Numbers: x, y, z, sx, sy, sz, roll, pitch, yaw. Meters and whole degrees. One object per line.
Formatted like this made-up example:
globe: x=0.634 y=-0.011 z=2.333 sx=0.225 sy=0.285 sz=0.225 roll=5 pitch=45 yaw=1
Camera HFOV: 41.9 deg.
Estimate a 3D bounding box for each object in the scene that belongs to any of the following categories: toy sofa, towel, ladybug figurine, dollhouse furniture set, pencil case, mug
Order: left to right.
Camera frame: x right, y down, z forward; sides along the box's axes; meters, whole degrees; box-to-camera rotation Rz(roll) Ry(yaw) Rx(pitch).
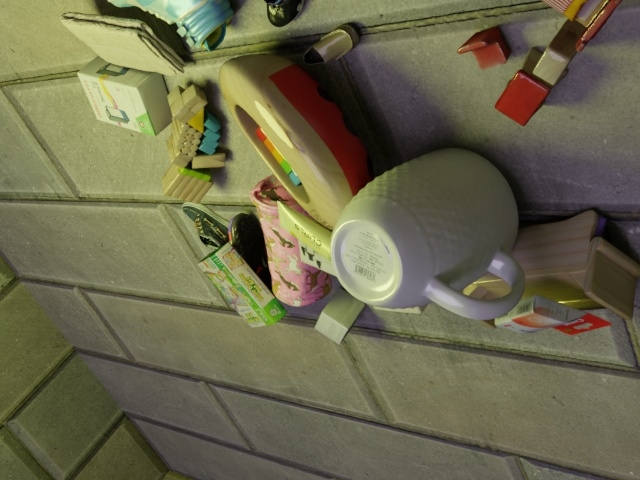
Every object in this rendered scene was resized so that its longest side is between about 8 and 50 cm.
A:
towel: x=-0.459 y=-0.464 z=1.955 sx=0.282 sy=0.049 sz=0.187 roll=17 pitch=166 yaw=31
pencil case: x=-0.069 y=0.001 z=2.098 sx=0.386 sy=0.160 sz=0.167 roll=80 pitch=163 yaw=-45
ladybug figurine: x=-0.033 y=-0.214 z=1.755 sx=0.449 sy=0.162 sz=0.305 roll=53 pitch=169 yaw=-3
mug: x=0.219 y=0.015 z=1.597 sx=0.374 sy=0.328 sz=0.276 roll=37 pitch=129 yaw=25
dollhouse furniture set: x=0.326 y=-0.343 z=1.323 sx=0.201 sy=0.152 sz=0.374 roll=35 pitch=146 yaw=6
toy sofa: x=0.457 y=0.069 z=1.714 sx=0.150 sy=0.177 sz=0.363 roll=29 pitch=154 yaw=-33

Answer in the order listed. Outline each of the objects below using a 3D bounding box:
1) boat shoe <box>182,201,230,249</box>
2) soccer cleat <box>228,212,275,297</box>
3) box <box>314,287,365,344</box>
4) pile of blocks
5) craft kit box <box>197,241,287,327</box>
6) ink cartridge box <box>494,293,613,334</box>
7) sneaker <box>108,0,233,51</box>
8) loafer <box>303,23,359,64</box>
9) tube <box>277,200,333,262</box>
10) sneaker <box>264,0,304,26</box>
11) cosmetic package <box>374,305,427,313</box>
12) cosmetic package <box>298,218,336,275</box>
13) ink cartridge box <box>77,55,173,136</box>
boat shoe: x=-0.332 y=-0.043 z=2.358 sx=0.183 sy=0.083 sz=0.065 roll=28 pitch=145 yaw=16
soccer cleat: x=-0.211 y=0.047 z=2.335 sx=0.116 sy=0.108 sz=0.318 roll=18 pitch=144 yaw=34
box: x=0.052 y=0.206 z=2.269 sx=0.087 sy=0.102 sz=0.101 roll=32 pitch=146 yaw=7
pile of blocks: x=-0.320 y=-0.257 z=2.104 sx=0.362 sy=0.149 sz=0.112 roll=108 pitch=151 yaw=-45
craft kit box: x=-0.219 y=0.129 z=2.295 sx=0.246 sy=0.061 sz=0.250 roll=48 pitch=160 yaw=-7
ink cartridge box: x=0.459 y=0.166 z=1.654 sx=0.179 sy=0.045 sz=0.145 roll=22 pitch=159 yaw=-12
sneaker: x=-0.320 y=-0.491 z=1.789 sx=0.319 sy=0.127 sz=0.208 roll=2 pitch=130 yaw=43
loafer: x=0.020 y=-0.381 z=1.660 sx=0.056 sy=0.050 sz=0.148 roll=50 pitch=145 yaw=-15
tube: x=0.000 y=0.000 z=1.810 sx=0.240 sy=0.062 sz=0.070 roll=33 pitch=111 yaw=22
sneaker: x=-0.081 y=-0.467 z=1.592 sx=0.079 sy=0.121 sz=0.217 roll=40 pitch=146 yaw=0
cosmetic package: x=0.151 y=0.017 z=1.930 sx=0.153 sy=0.129 sz=0.296 roll=0 pitch=130 yaw=43
cosmetic package: x=0.063 y=0.041 z=1.872 sx=0.239 sy=0.060 sz=0.099 roll=22 pitch=144 yaw=26
ink cartridge box: x=-0.492 y=-0.369 z=2.124 sx=0.212 sy=0.093 sz=0.154 roll=20 pitch=143 yaw=29
